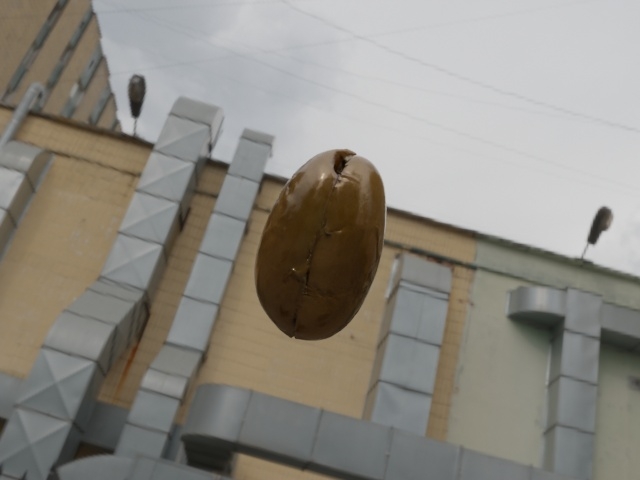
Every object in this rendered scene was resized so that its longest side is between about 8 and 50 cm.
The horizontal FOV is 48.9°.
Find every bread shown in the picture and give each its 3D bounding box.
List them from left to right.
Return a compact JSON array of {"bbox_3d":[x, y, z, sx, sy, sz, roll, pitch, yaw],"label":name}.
[{"bbox_3d":[0.000,0.000,0.653,0.114,0.189,0.077,15,-5,20],"label":"bread"}]
